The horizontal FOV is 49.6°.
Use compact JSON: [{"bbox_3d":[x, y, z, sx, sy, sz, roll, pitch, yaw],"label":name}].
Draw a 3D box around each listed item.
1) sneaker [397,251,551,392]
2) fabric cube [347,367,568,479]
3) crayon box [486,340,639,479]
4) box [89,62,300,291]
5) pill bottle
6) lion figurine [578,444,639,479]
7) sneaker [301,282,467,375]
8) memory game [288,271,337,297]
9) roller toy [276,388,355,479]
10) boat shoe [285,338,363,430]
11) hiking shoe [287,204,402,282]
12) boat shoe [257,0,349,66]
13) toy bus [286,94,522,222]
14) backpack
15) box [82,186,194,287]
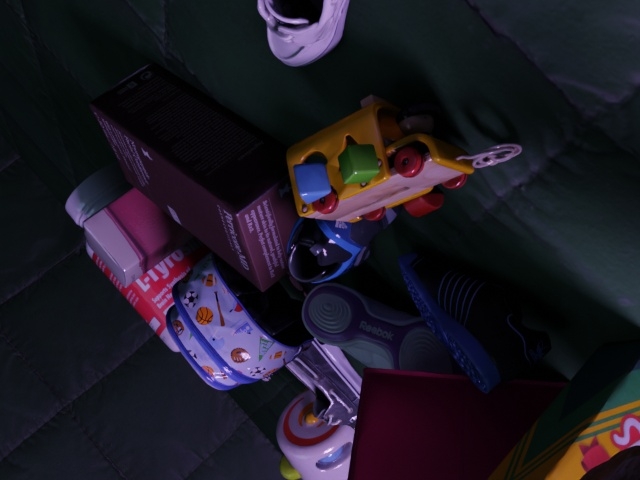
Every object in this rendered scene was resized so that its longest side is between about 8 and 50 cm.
[{"bbox_3d":[0.172,0.077,0.809,0.232,0.091,0.081,57,173,51],"label":"sneaker"},{"bbox_3d":[0.166,0.335,0.840,0.259,0.258,0.254,2,140,11],"label":"fabric cube"},{"bbox_3d":[0.253,0.269,0.624,0.202,0.318,0.081,50,157,-2],"label":"crayon box"},{"bbox_3d":[-0.183,-0.107,1.100,0.381,0.143,0.191,34,153,31],"label":"box"},{"bbox_3d":[-0.366,0.029,1.542,0.407,0.229,0.229,48,158,4],"label":"pill bottle"},{"bbox_3d":[0.344,0.220,0.387,0.392,0.240,0.142,29,148,42],"label":"lion figurine"},{"bbox_3d":[0.124,0.152,1.014,0.305,0.114,0.152,29,180,28],"label":"sneaker"},{"bbox_3d":[-0.018,0.065,1.228,0.186,0.012,0.186,40,156,21],"label":"memory game"},{"bbox_3d":[0.006,0.426,1.533,0.191,0.209,0.146,-4,129,30],"label":"roller toy"},{"bbox_3d":[0.029,0.317,1.402,0.335,0.119,0.121,52,158,-6],"label":"boat shoe"},{"bbox_3d":[0.000,0.000,0.916,0.113,0.132,0.304,47,162,8],"label":"hiking shoe"},{"bbox_3d":[-0.020,-0.232,0.648,0.095,0.084,0.258,48,158,3],"label":"boat shoe"},{"bbox_3d":[0.063,-0.089,0.688,0.191,0.202,0.104,113,145,-74],"label":"toy bus"},{"bbox_3d":[-0.144,0.129,1.202,0.276,0.213,0.263,46,-179,8],"label":"backpack"},{"bbox_3d":[-0.332,-0.035,1.367,0.127,0.232,0.148,49,159,3],"label":"box"}]
